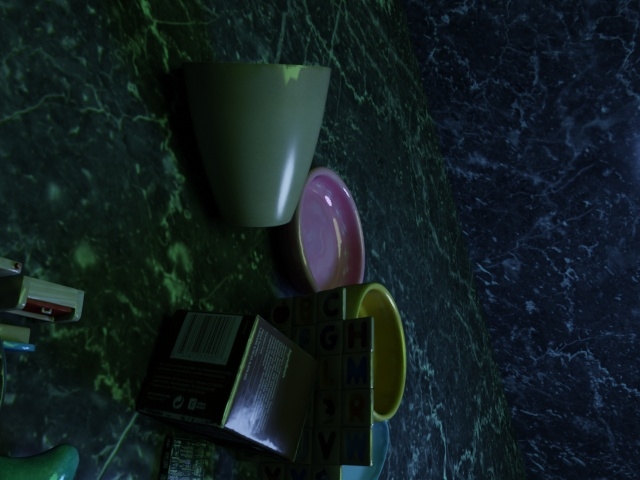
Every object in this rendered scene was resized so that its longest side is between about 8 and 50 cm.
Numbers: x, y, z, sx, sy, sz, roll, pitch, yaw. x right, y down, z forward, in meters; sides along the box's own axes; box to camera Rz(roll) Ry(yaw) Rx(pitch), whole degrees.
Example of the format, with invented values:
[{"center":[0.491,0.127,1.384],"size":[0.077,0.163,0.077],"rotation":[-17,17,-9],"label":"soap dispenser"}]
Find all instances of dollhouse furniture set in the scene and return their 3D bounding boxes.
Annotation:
[{"center":[-0.338,0.098,0.617],"size":[0.183,0.128,0.129],"rotation":[30,56,-57],"label":"dollhouse furniture set"}]

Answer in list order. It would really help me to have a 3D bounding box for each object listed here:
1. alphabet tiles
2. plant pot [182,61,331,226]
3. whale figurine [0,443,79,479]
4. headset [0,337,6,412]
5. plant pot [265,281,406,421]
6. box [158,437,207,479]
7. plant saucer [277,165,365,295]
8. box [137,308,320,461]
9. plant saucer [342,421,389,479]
[{"center":[-0.031,0.256,0.993],"size":[0.011,0.285,0.343],"rotation":[25,60,-47],"label":"alphabet tiles"},{"center":[-0.114,-0.170,1.043],"size":[0.256,0.256,0.274],"rotation":[-25,120,-62],"label":"plant pot"},{"center":[-0.289,0.349,0.596],"size":[0.216,0.141,0.272],"rotation":[1,65,-30],"label":"whale figurine"},{"center":[-0.405,0.141,0.362],"size":[0.394,0.185,0.243],"rotation":[-36,91,-34],"label":"headset"},{"center":[0.013,0.219,1.137],"size":[0.254,0.239,0.254],"rotation":[27,58,-57],"label":"plant pot"},{"center":[-0.211,0.344,0.908],"size":[0.083,0.018,0.067],"rotation":[36,51,-54],"label":"box"},{"center":[0.000,0.000,1.346],"size":[0.332,0.084,0.332],"rotation":[30,56,-57],"label":"plant saucer"},{"center":[-0.134,0.225,0.912],"size":[0.203,0.168,0.167],"rotation":[48,50,-47],"label":"box"},{"center":[0.027,0.483,1.174],"size":[0.317,0.043,0.318],"rotation":[-29,131,-39],"label":"plant saucer"}]
